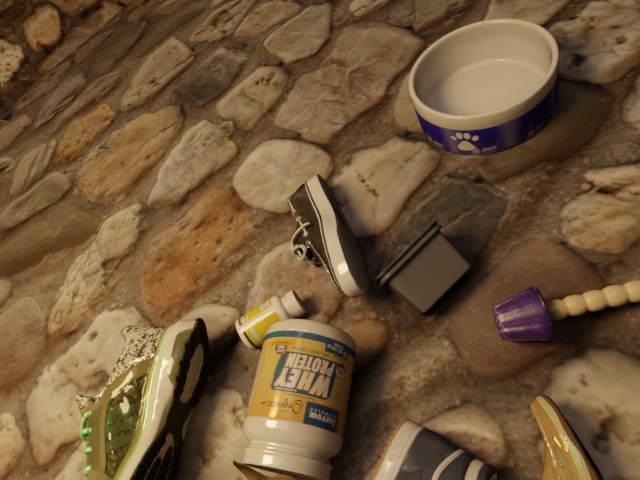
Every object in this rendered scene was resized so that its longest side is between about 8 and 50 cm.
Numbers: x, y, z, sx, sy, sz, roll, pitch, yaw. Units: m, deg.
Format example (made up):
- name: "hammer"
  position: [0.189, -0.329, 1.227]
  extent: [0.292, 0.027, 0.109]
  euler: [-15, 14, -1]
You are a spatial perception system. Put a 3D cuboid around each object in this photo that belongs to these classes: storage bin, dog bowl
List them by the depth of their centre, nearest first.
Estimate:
- name: "storage bin"
  position: [0.167, 0.052, 0.753]
  extent: [0.135, 0.098, 0.091]
  euler: [-43, 78, -6]
- name: "dog bowl"
  position: [0.310, -0.296, 0.900]
  extent: [0.265, 0.104, 0.264]
  euler: [-13, 54, 18]

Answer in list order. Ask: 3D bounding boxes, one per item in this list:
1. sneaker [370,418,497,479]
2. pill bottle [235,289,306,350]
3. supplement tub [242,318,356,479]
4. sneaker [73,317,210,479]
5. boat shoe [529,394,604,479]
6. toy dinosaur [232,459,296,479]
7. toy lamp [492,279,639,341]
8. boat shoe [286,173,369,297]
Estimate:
- name: "sneaker"
  position: [0.114, 0.370, 0.548]
  extent: [0.153, 0.099, 0.282]
  euler: [13, 62, 34]
- name: "pill bottle"
  position: [-0.086, 0.138, 0.828]
  extent: [0.116, 0.065, 0.065]
  euler: [-33, 50, 3]
- name: "supplement tub"
  position: [-0.030, 0.231, 0.684]
  extent: [0.144, 0.144, 0.199]
  euler: [-4, 57, 25]
- name: "sneaker"
  position: [-0.321, 0.309, 0.756]
  extent: [0.182, 0.158, 0.410]
  euler: [6, 52, 13]
- name: "boat shoe"
  position: [0.288, 0.280, 0.547]
  extent: [0.072, 0.068, 0.190]
  euler: [-33, 49, 18]
- name: "toy dinosaur"
  position: [-0.073, 0.345, 0.640]
  extent: [0.093, 0.183, 0.053]
  euler: [-39, 19, 17]
- name: "toy lamp"
  position: [0.375, 0.079, 0.629]
  extent: [0.275, 0.080, 0.080]
  euler: [-19, 52, 15]
- name: "boat shoe"
  position: [-0.002, -0.003, 0.854]
  extent: [0.105, 0.113, 0.306]
  euler: [-32, 47, 12]
